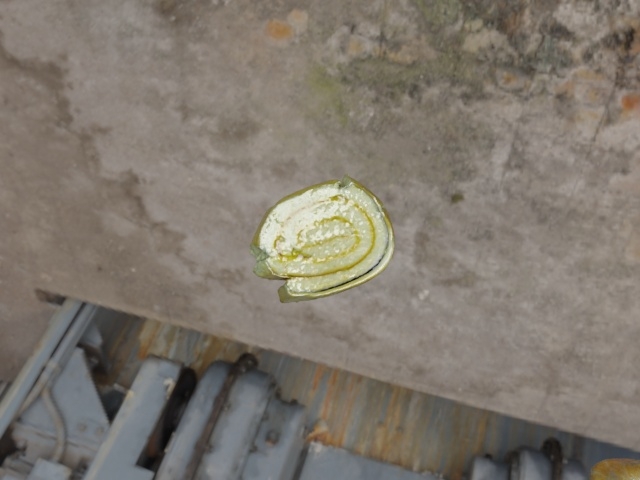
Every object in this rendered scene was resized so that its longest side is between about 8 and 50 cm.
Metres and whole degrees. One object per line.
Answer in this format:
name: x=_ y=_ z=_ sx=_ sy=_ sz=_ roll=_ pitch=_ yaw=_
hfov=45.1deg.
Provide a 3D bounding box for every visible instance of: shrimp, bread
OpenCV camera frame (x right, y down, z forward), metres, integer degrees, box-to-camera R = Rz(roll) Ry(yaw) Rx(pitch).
shrimp: x=0.405 y=0.304 z=0.903 sx=0.178 sy=0.124 sz=0.034 roll=7 pitch=120 yaw=-17
bread: x=0.000 y=0.000 z=0.818 sx=0.156 sy=0.064 sz=0.118 roll=-19 pitch=96 yaw=-6
